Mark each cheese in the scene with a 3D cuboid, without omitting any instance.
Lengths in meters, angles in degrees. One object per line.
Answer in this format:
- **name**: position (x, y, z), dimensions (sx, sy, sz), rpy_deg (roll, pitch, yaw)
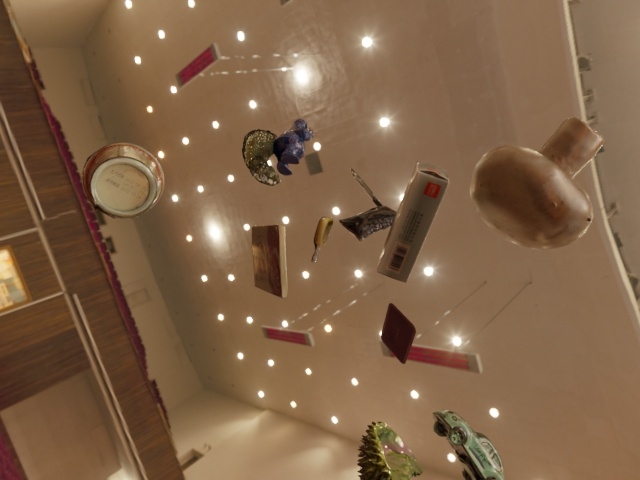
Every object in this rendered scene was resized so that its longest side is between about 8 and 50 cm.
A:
- **cheese**: position (-0.001, 0.000, 1.468), dimensions (0.036, 0.086, 0.163), rpy_deg (22, -76, 14)

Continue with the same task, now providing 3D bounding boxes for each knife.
- **knife**: position (0.191, -0.194, 1.720), dimensions (0.245, 0.019, 0.072), rpy_deg (53, -2, 21)

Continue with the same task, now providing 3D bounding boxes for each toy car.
- **toy car**: position (0.481, 0.664, 1.383), dimensions (0.306, 0.125, 0.136), rpy_deg (59, -13, 6)

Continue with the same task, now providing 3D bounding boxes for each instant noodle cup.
- **instant noodle cup**: position (-0.446, -0.127, 0.986), dimensions (0.212, 0.193, 0.193), rpy_deg (-154, -129, -63)

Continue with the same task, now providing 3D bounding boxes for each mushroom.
- **mushroom**: position (0.518, -0.140, 1.032), dimensions (0.292, 0.290, 0.292), rpy_deg (40, -3, 3)

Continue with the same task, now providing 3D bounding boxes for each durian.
- **durian**: position (0.188, 0.582, 1.155), dimensions (0.169, 0.352, 0.158), rpy_deg (9, -102, 22)

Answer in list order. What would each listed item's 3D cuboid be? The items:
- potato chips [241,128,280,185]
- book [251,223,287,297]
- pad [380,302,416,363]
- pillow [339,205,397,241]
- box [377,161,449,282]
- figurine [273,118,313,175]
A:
- **potato chips**: position (-0.214, -0.312, 1.651), dimensions (0.029, 0.202, 0.220), rpy_deg (-7, -73, 38)
- **book**: position (-0.126, 0.044, 1.046), dimensions (0.232, 0.022, 0.162), rpy_deg (-178, -94, -66)
- **pad**: position (0.333, 0.407, 1.890), dimensions (0.176, 0.002, 0.266), rpy_deg (47, -35, 39)
- **pillow**: position (0.190, -0.071, 1.595), dimensions (0.141, 0.208, 0.055), rpy_deg (45, -31, 44)
- **box**: position (0.217, -0.047, 1.031), dimensions (0.079, 0.135, 0.270), rpy_deg (21, -68, 5)
- **figurine**: position (-0.108, -0.370, 1.631), dimensions (0.120, 0.262, 0.164), rpy_deg (33, -52, -21)
